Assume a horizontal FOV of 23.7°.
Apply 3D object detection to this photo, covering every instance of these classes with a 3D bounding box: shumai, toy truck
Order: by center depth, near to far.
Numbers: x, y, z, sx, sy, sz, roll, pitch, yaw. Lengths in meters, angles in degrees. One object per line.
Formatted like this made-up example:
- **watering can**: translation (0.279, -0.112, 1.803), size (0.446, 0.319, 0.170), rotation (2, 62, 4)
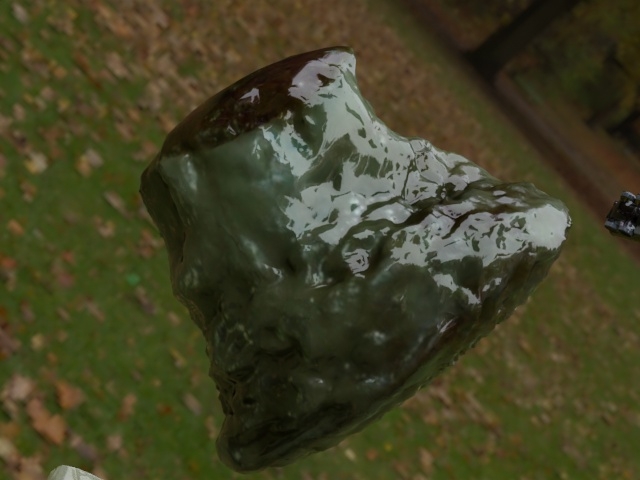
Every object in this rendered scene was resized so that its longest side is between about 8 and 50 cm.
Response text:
- **shumai**: translation (0.000, 0.000, 1.397), size (0.323, 0.397, 0.324), rotation (52, 31, 0)
- **toy truck**: translation (0.393, -0.017, 1.812), size (0.123, 0.052, 0.063), rotation (22, -12, 49)

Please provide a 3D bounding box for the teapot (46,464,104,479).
- **teapot**: translation (-0.239, 0.316, 1.387), size (0.107, 0.077, 0.200), rotation (30, 52, -10)
